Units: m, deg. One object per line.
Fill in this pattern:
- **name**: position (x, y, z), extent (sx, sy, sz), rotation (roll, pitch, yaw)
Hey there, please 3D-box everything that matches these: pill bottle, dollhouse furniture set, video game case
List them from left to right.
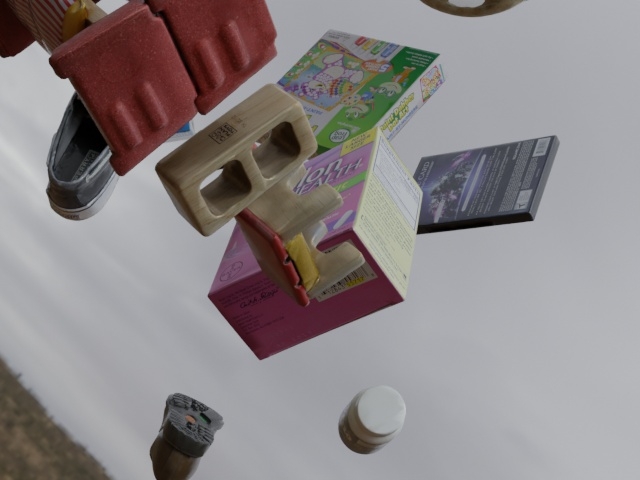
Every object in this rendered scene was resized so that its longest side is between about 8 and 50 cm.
- **dollhouse furniture set**: position (-0.121, -0.097, 0.887), extent (0.201, 0.152, 0.374), rotation (41, -17, 38)
- **pill bottle**: position (0.070, 0.241, 1.483), extent (0.078, 0.078, 0.137), rotation (42, -20, 8)
- **video game case**: position (0.270, -0.094, 1.926), extent (0.274, 0.196, 0.026), rotation (-8, -49, 37)

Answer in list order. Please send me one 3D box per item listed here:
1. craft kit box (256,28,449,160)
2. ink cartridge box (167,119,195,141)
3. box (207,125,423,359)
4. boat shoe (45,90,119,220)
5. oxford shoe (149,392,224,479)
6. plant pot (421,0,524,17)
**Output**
- **craft kit box**: position (0.037, -0.230, 1.778), extent (0.249, 0.247, 0.061), rotation (21, -28, 39)
- **ink cartridge box**: position (-0.328, -0.192, 1.811), extent (0.134, 0.231, 0.078), rotation (176, -96, -87)
- **box**: position (0.000, 0.000, 1.376), extent (0.213, 0.243, 0.117), rotation (-24, -64, 26)
- **boat shoe**: position (-0.290, -0.174, 1.471), extent (0.108, 0.301, 0.102), rotation (18, -29, 6)
- **oxford shoe**: position (-0.183, 0.259, 1.423), extent (0.082, 0.096, 0.227), rotation (29, 5, 1)
- **plant pot**: position (0.210, -0.435, 1.419), extent (0.333, 0.305, 0.334), rotation (6, -63, 12)
